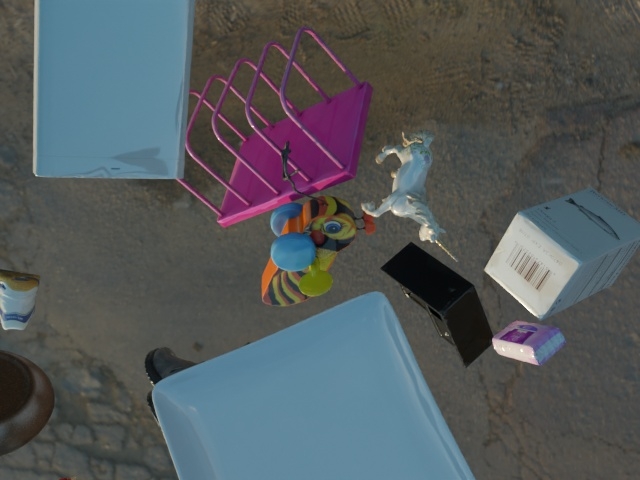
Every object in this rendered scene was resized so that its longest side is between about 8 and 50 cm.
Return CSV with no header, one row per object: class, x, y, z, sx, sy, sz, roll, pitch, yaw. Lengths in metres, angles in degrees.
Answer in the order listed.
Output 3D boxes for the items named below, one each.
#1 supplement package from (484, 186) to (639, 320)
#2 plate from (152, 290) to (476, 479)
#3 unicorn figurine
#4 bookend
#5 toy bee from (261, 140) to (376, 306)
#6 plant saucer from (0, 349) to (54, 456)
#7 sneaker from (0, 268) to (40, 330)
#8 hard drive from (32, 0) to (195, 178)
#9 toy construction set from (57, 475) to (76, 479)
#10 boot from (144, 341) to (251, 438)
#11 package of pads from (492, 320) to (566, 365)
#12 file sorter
supplement package,0.325,0.013,0.965,0.105,0.179,0.105,45,132,30
plate,-0.004,0.225,0.763,0.278,0.277,0.045,-22,157,-7
unicorn figurine,0.102,-0.057,0.853,0.111,0.060,0.162,-4,82,55
bookend,0.196,0.106,1.221,0.157,0.072,0.156,39,165,46
toy bee,0.000,0.000,1.161,0.162,0.195,0.298,6,152,-8
plant saucer,-0.477,0.217,1.027,0.199,0.198,0.036,20,125,7
sneaker,-0.730,0.140,1.738,0.112,0.296,0.131,9,89,-19
hard drive,-0.274,-0.238,0.983,0.203,0.040,0.307,-2,108,-30
toy construction set,-0.288,0.488,1.044,0.151,0.215,0.327,-24,103,1
boot,-0.232,0.272,1.495,0.223,0.338,0.118,-25,109,-9
package of pads,0.263,0.129,0.930,0.032,0.050,0.083,63,159,-12
file sorter,-0.095,-0.187,1.201,0.291,0.202,0.182,-18,135,36
